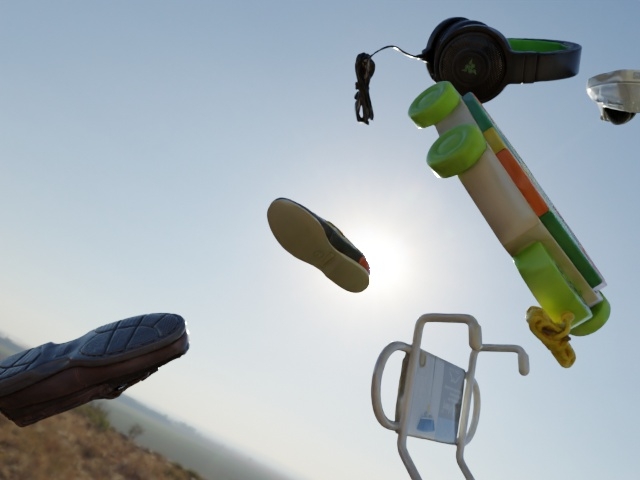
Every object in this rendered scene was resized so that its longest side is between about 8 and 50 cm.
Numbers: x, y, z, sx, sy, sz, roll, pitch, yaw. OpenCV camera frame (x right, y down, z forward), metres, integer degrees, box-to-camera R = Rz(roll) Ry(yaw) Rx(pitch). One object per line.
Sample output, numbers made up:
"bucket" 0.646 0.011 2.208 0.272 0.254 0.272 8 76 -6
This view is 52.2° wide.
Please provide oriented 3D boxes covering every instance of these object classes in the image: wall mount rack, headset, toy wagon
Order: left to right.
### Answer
"headset" 0.257 -0.297 1.170 0.393 0.185 0.243 0 23 0
"wall mount rack" 0.193 0.269 0.877 0.130 0.304 0.350 -2 -20 35
"toy wagon" 0.204 -0.016 0.656 0.068 0.344 0.267 -36 -64 19

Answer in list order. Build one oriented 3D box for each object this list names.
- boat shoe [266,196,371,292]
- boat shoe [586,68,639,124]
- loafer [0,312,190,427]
"boat shoe" 0.000 0.000 0.668 0.137 0.043 0.049 40 -61 -21
"boat shoe" 0.495 -0.234 1.091 0.079 0.081 0.227 7 8 7
"loafer" -0.307 0.178 0.888 0.302 0.109 0.095 -16 -68 10
